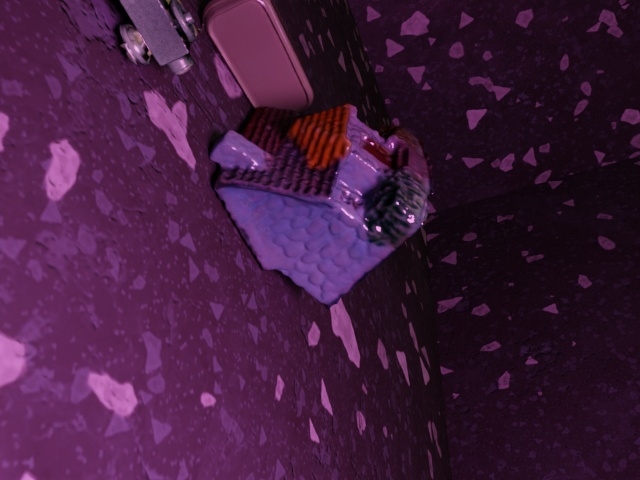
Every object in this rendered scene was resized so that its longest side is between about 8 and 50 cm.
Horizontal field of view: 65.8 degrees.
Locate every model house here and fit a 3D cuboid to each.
[{"bbox_3d":[-0.019,-0.139,0.928,0.339,0.297,0.360,33,35,-17],"label":"model house"}]

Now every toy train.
[{"bbox_3d":[-0.247,-0.352,0.659,0.157,0.105,0.253,-105,168,-53],"label":"toy train"}]

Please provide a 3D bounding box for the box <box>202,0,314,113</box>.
[{"bbox_3d":[-0.121,-0.401,1.012,0.274,0.138,0.178,59,18,-45],"label":"box"}]
